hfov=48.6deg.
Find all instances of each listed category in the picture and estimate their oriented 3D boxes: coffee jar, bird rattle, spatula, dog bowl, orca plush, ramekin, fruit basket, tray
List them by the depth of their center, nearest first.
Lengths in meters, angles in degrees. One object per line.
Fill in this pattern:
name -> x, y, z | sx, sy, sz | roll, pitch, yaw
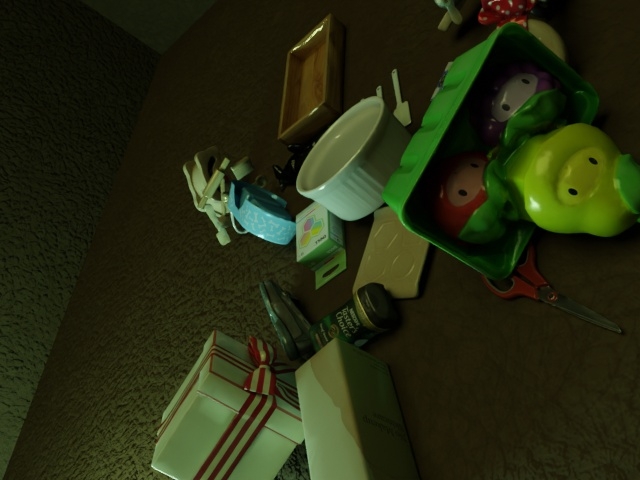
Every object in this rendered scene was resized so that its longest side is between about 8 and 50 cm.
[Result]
fruit basket -> 0.318, -0.123, 1.121 | 0.392, 0.283, 0.391 | -43, 31, 33
bird rattle -> 0.366, -0.350, 1.330 | 0.253, 0.207, 0.143 | -63, -16, 23
coffee jar -> 0.067, 0.165, 1.407 | 0.184, 0.079, 0.096 | -41, 58, 27
ramekin -> 0.086, -0.176, 1.596 | 0.277, 0.135, 0.277 | -41, 24, 23
spatula -> 0.150, -0.323, 1.785 | 0.168, 0.019, 0.241 | -39, 36, 32
dog bowl -> -0.155, -0.075, 1.882 | 0.074, 0.166, 0.297 | -66, 29, 11
orca plush -> -0.052, -0.243, 1.925 | 0.287, 0.102, 0.151 | -17, 50, 49
tray -> -0.022, -0.476, 2.118 | 0.203, 0.076, 0.410 | -33, 40, 37

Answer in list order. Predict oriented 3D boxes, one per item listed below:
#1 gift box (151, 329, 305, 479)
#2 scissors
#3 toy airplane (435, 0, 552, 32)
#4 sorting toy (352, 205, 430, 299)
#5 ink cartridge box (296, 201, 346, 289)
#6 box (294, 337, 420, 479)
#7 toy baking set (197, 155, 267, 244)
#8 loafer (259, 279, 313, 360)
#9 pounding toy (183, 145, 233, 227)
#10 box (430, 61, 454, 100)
gift box -> -0.152, 0.348, 1.424 | 0.258, 0.277, 0.255 | -58, 17, 9
scissors -> 0.353, 0.092, 1.127 | 0.109, 0.021, 0.297 | -49, 33, 12
toy airplane -> 0.375, -0.656, 1.492 | 0.384, 0.273, 0.385 | -159, 87, -77
sorting toy -> 0.158, 0.023, 1.458 | 0.193, 0.038, 0.208 | -10, 60, 52
ink cartridge box -> 0.000, 0.000, 1.676 | 0.109, 0.062, 0.209 | -37, 38, 32
box -> 0.061, 0.337, 1.214 | 0.121, 0.148, 0.311 | -44, 35, 23
toy baking set -> -0.247, -0.112, 2.005 | 0.256, 0.197, 0.030 | -56, 36, 4
loafer -> -0.071, 0.173, 1.628 | 0.084, 0.096, 0.267 | -21, 36, -7
pounding toy -> -0.287, -0.166, 2.132 | 0.155, 0.154, 0.269 | -31, 74, 39
box -> 0.325, -0.338, 1.517 | 0.178, 0.042, 0.109 | 12, 73, 58
